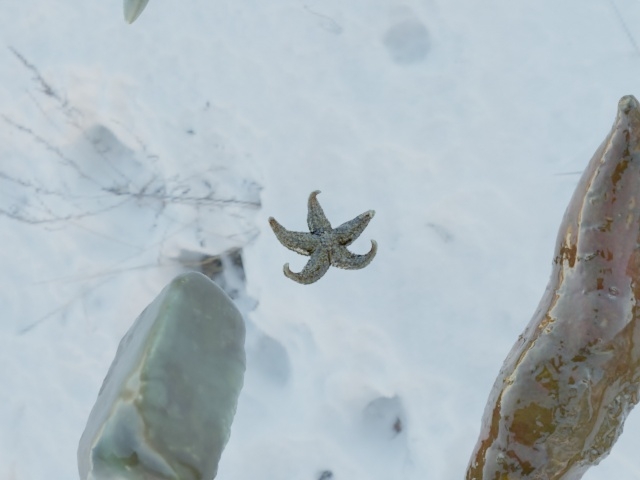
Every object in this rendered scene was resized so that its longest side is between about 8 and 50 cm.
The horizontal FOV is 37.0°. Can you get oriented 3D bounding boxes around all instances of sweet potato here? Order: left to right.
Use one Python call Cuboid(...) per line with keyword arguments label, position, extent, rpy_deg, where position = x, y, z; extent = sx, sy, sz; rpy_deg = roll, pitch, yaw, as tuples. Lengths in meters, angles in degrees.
Cuboid(label="sweet potato", position=(0.179, 0.083, 0.657), extent=(0.095, 0.106, 0.354), rpy_deg=(24, 98, 47))

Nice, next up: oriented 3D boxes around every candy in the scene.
Cuboid(label="candy", position=(-0.130, 0.132, 0.817), extent=(0.102, 0.234, 0.104), rpy_deg=(35, 122, -14))

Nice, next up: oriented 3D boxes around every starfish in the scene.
Cuboid(label="starfish", position=(0.000, 0.000, 0.761), extent=(0.091, 0.028, 0.078), rpy_deg=(17, 74, -4))

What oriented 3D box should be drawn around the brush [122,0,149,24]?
Cuboid(label="brush", position=(-0.090, -0.296, 0.675), extent=(0.042, 0.039, 0.299), rpy_deg=(33, 109, 34))
